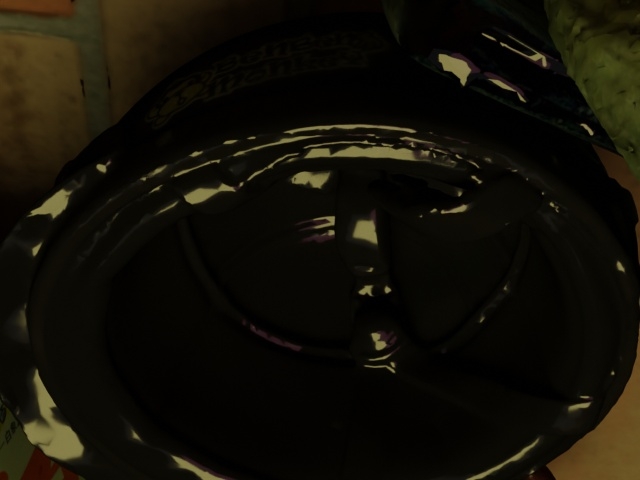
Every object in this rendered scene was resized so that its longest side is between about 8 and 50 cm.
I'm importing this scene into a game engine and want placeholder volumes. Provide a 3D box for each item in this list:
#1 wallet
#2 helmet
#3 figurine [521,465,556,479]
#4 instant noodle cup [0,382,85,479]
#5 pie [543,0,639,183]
[{"bbox_3d":[0.192,-0.030,0.763,0.379,0.190,0.046,25,105,-13],"label":"wallet"},{"bbox_3d":[0.000,0.000,0.839,0.279,0.160,0.230,-8,131,16],"label":"helmet"},{"bbox_3d":[0.004,0.126,0.959,0.185,0.127,0.234,-25,141,24],"label":"figurine"},{"bbox_3d":[-0.220,0.142,0.956,0.222,0.311,0.311,5,136,21],"label":"instant noodle cup"},{"bbox_3d":[0.204,-0.052,0.655,0.302,0.302,0.067,25,132,-12],"label":"pie"}]
